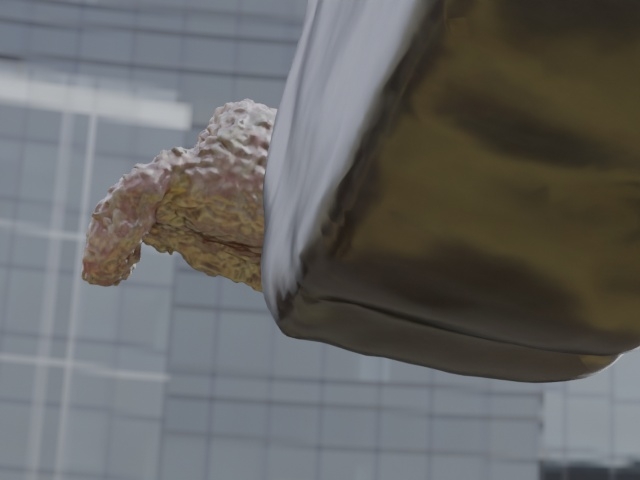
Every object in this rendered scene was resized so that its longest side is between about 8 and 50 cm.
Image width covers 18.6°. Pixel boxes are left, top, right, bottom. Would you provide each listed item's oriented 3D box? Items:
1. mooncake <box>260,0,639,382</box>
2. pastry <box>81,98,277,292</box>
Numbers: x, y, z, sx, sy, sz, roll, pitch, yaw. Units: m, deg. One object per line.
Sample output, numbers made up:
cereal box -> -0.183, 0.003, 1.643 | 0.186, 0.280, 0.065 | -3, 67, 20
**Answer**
mooncake -> 0.084, -0.090, 0.723 | 0.154, 0.306, 0.306 | 17, -23, -6
pastry -> -0.002, -0.012, 1.142 | 0.265, 0.112, 0.103 | 11, -34, -14
